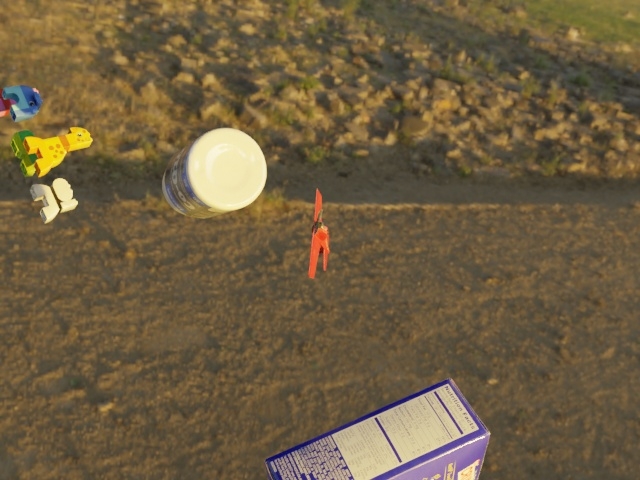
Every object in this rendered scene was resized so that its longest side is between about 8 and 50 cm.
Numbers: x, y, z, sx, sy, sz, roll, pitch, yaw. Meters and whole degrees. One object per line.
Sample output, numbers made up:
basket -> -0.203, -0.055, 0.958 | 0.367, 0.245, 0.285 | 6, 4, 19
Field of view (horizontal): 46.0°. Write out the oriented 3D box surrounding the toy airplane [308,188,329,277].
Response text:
toy airplane -> 0.000, 0.000, 1.213 | 0.028, 0.151, 0.151 | 4, 24, 3

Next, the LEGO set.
LEGO set -> -0.402, -0.153, 1.121 | 0.093, 0.087, 0.227 | -21, 82, -37

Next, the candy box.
candy box -> 0.089, 0.380, 1.177 | 0.317, 0.268, 0.122 | -20, 50, -14

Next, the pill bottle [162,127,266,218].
pill bottle -> -0.112, -0.063, 0.754 | 0.078, 0.078, 0.137 | 0, -4, -24
